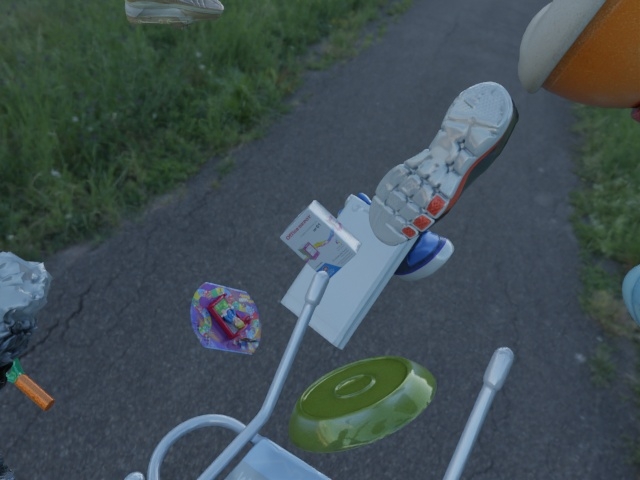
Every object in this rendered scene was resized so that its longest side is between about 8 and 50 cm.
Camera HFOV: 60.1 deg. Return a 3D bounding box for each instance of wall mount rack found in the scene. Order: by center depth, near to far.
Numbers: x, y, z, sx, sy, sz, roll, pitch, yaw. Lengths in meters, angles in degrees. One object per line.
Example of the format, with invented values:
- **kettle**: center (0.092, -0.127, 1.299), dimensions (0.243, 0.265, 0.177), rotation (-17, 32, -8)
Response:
- **wall mount rack**: center (0.002, 0.194, 0.488), dimensions (0.350, 0.130, 0.304), rotation (22, 47, 30)

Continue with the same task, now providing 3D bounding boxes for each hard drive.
- **hard drive**: center (0.062, 0.067, 1.273), dimensions (0.203, 0.307, 0.040), rotation (32, -2, 39)

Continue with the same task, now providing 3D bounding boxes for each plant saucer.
- **plant saucer**: center (0.056, 0.236, 0.846), dimensions (0.241, 0.037, 0.241), rotation (-21, 7, 3)

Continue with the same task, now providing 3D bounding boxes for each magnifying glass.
- **magnifying glass**: center (-0.650, 0.277, 1.166), dimensions (0.231, 0.092, 0.026), rotation (35, 2, 14)

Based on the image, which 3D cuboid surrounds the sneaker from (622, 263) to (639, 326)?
- **sneaker**: center (0.423, 0.078, 0.480), dimensions (0.366, 0.135, 0.150), rotation (20, 13, -21)

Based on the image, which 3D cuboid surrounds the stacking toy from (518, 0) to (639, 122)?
- **stacking toy**: center (0.496, -0.196, 0.581), dimensions (0.480, 0.351, 0.350), rotation (38, 31, 8)

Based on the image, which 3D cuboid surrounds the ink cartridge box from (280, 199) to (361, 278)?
- **ink cartridge box**: center (0.000, 0.000, 1.019), dimensions (0.122, 0.088, 0.052), rotation (43, 28, -3)

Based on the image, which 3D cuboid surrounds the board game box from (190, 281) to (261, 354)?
- **board game box**: center (-0.170, 0.146, 1.071), dimensions (0.168, 0.033, 0.133), rotation (21, 52, -42)

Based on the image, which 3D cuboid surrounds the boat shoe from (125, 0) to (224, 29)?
- **boat shoe**: center (-0.254, -0.398, 0.961), dimensions (0.170, 0.059, 0.063), rotation (-6, 53, -28)

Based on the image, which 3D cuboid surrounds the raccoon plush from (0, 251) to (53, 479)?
- **raccoon plush**: center (-0.345, 0.257, 0.553), dimensions (0.216, 0.299, 0.446), rotation (34, 73, 1)

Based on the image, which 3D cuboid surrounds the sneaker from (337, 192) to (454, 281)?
- **sneaker**: center (0.158, -0.021, 1.393), dimensions (0.236, 0.130, 0.323), rotation (46, -19, -16)

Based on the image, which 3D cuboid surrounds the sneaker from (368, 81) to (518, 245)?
- **sneaker**: center (0.106, -0.053, 0.455), dimensions (0.065, 0.158, 0.061), rotation (2, 47, -51)
